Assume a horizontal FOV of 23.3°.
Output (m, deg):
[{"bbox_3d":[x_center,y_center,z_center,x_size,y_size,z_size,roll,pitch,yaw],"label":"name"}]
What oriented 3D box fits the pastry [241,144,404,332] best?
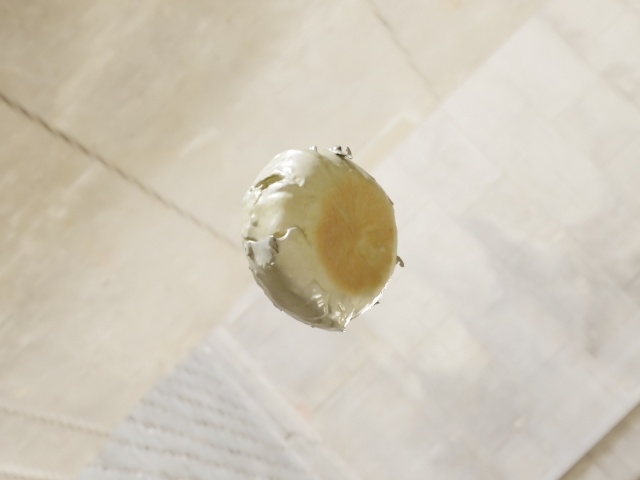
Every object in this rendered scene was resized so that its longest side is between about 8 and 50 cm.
[{"bbox_3d":[0.000,0.000,1.342,0.088,0.166,0.166,-11,-45,44],"label":"pastry"}]
